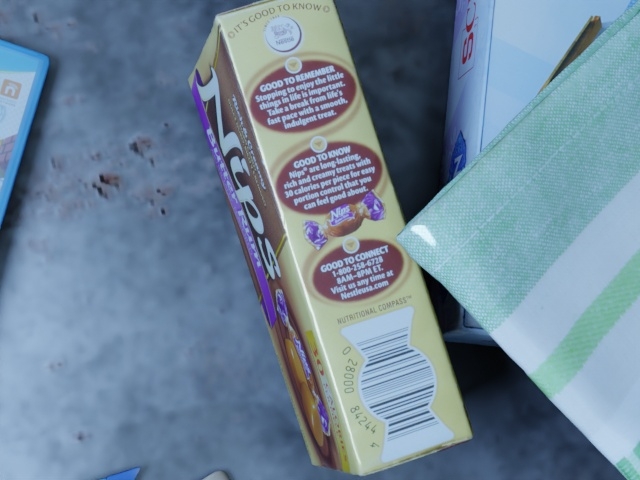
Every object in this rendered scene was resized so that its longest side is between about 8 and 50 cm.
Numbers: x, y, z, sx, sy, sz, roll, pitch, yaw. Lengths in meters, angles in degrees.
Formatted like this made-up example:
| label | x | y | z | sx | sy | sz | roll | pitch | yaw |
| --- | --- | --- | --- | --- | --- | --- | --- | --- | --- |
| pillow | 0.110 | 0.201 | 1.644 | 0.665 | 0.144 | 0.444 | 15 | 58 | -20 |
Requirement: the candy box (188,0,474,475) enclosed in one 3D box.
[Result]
| label | x | y | z | sx | sy | sz | roll | pitch | yaw |
| --- | --- | --- | --- | --- | --- | --- | --- | --- | --- |
| candy box | 0.000 | 0.000 | 0.585 | 0.053 | 0.109 | 0.186 | -18 | 88 | -12 |

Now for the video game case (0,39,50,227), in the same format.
| label | x | y | z | sx | sy | sz | roll | pitch | yaw |
| --- | --- | --- | --- | --- | --- | --- | --- | --- | --- |
| video game case | -0.192 | -0.019 | 0.583 | 0.119 | 0.015 | 0.166 | 17 | 74 | -15 |

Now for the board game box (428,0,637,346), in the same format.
| label | x | y | z | sx | sy | sz | roll | pitch | yaw |
| --- | --- | --- | --- | --- | --- | --- | --- | --- | --- |
| board game box | 0.222 | -0.093 | 0.661 | 0.319 | 0.066 | 0.317 | 8 | 82 | -10 |

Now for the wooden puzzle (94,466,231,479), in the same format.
| label | x | y | z | sx | sy | sz | roll | pitch | yaw |
| --- | --- | --- | --- | --- | --- | --- | --- | --- | --- |
| wooden puzzle | -0.056 | 0.147 | 0.607 | 0.079 | 0.014 | 0.116 | -23 | 88 | -17 |

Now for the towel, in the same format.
| label | x | y | z | sx | sy | sz | roll | pitch | yaw |
| --- | --- | --- | --- | --- | --- | --- | --- | --- | --- |
| towel | 0.225 | 0.034 | 0.567 | 0.325 | 0.038 | 0.248 | 46 | 69 | -1 |
